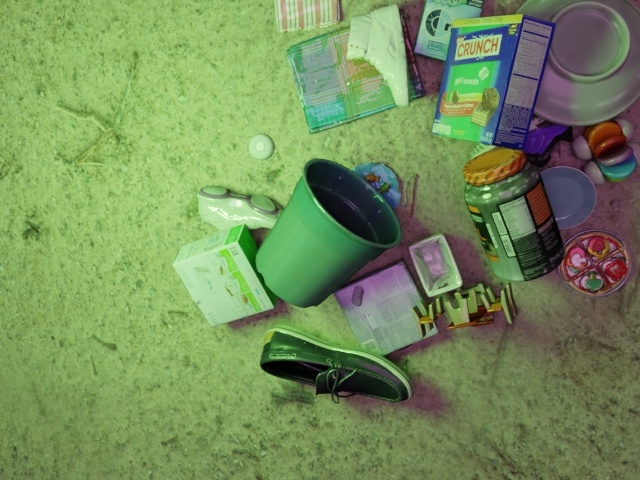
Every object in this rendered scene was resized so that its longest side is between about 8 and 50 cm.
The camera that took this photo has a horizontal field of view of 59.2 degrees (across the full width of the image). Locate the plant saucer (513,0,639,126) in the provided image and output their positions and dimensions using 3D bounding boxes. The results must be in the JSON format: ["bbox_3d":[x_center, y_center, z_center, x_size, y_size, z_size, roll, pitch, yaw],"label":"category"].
[{"bbox_3d":[0.689,-0.508,1.486,0.400,0.100,0.401,0,85,4],"label":"plant saucer"}]

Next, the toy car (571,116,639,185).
[{"bbox_3d":[0.793,-0.242,1.537,0.159,0.136,0.182,-27,95,14],"label":"toy car"}]

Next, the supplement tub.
[{"bbox_3d":[0.523,-0.073,1.545,0.207,0.207,0.338,-22,110,14],"label":"supplement tub"}]

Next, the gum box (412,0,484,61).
[{"bbox_3d":[0.361,-0.606,1.601,0.156,0.041,0.185,13,102,-2],"label":"gum box"}]

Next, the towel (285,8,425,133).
[{"bbox_3d":[0.101,-0.502,1.685,0.370,0.040,0.272,-15,97,13],"label":"towel"}]

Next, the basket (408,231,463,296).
[{"bbox_3d":[0.347,0.067,1.695,0.113,0.103,0.167,-21,94,14],"label":"basket"}]

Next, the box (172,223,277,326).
[{"bbox_3d":[-0.293,0.116,1.776,0.231,0.127,0.262,-19,117,15],"label":"box"}]

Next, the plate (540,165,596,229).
[{"bbox_3d":[0.689,-0.123,1.619,0.188,0.024,0.188,8,112,21],"label":"plate"}]

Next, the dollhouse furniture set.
[{"bbox_3d":[0.430,0.210,1.613,0.262,0.259,0.135,-16,90,28],"label":"dollhouse furniture set"}]

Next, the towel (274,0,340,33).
[{"bbox_3d":[-0.043,-0.707,1.686,0.196,0.029,0.144,-4,97,12],"label":"towel"}]

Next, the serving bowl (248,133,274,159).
[{"bbox_3d":[-0.190,-0.296,1.782,0.083,0.027,0.083,2,100,11],"label":"serving bowl"}]

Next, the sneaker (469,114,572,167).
[{"bbox_3d":[0.576,-0.259,1.595,0.293,0.102,0.146,-27,102,14],"label":"sneaker"}]

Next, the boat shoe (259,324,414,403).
[{"bbox_3d":[0.040,0.415,1.756,0.499,0.156,0.187,17,136,11],"label":"boat shoe"}]

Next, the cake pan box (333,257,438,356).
[{"bbox_3d":[0.208,0.222,1.767,0.245,0.070,0.267,-27,93,16],"label":"cake pan box"}]

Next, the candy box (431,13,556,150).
[{"bbox_3d":[0.443,-0.418,1.490,0.122,0.268,0.317,4,104,-27],"label":"candy box"}]

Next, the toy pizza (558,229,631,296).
[{"bbox_3d":[0.799,0.068,1.641,0.201,0.032,0.201,2,100,11],"label":"toy pizza"}]

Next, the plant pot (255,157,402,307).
[{"bbox_3d":[0.000,0.000,1.637,0.341,0.341,0.334,42,119,2],"label":"plant pot"}]

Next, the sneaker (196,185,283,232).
[{"bbox_3d":[-0.248,-0.077,1.805,0.305,0.114,0.152,16,121,8],"label":"sneaker"}]

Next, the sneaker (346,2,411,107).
[{"bbox_3d":[0.163,-0.510,1.609,0.169,0.108,0.293,-9,87,12],"label":"sneaker"}]

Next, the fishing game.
[{"bbox_3d":[0.157,-0.148,1.731,0.263,0.041,0.189,5,103,10],"label":"fishing game"}]
